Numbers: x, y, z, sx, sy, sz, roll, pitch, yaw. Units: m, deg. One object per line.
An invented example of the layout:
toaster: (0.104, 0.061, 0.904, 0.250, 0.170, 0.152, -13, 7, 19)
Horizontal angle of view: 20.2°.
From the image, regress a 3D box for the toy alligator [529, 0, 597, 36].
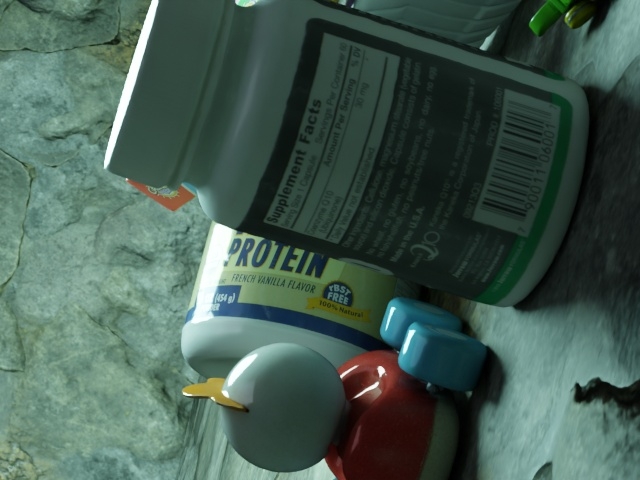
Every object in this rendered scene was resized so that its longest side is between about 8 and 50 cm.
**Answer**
toy alligator: (0.228, -0.237, 1.495, 0.051, 0.056, 0.190, -31, -17, -33)

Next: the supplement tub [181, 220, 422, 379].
supplement tub: (0.000, 0.000, 1.841, 0.228, 0.228, 0.316, 134, 151, -70)

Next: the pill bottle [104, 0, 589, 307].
pill bottle: (0.020, -0.087, 1.474, 0.204, 0.361, 0.204, -163, 90, -81)

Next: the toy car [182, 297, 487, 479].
toy car: (-0.006, 0.149, 1.586, 0.210, 0.238, 0.219, -124, 52, -78)

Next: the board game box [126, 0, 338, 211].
board game box: (-0.066, -0.198, 1.826, 0.317, 0.064, 0.242, -63, 14, -22)

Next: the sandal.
sandal: (0.096, -0.242, 1.845, 0.416, 0.169, 0.102, 119, 145, -57)
